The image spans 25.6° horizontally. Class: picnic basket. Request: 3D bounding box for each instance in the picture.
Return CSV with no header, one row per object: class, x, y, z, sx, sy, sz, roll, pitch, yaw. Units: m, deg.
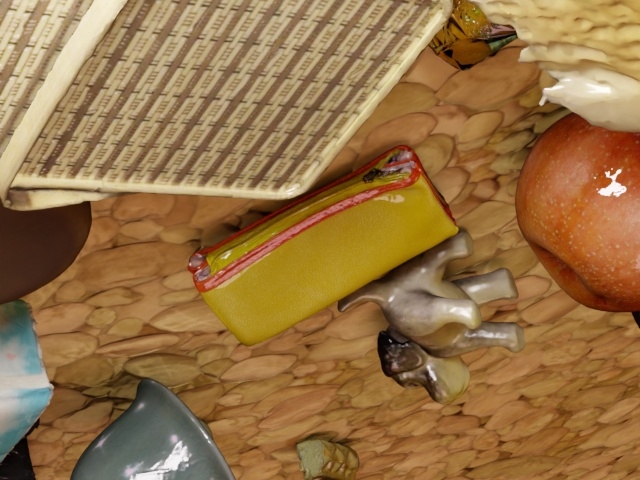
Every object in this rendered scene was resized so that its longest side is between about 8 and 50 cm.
picnic basket,-0.111,-0.146,0.861,0.313,0.175,0.228,2,145,-35

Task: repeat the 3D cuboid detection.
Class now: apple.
apple,0.270,-0.022,1.295,0.162,0.201,0.201,-49,148,2

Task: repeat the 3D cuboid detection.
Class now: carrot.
carrot,0.166,-0.212,1.047,0.069,0.069,0.229,8,141,-42

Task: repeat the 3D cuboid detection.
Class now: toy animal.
toy animal,0.128,0.089,1.510,0.169,0.121,0.233,-14,151,13

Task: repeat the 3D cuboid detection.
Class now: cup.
cup,-0.192,0.267,1.485,0.150,0.199,0.199,-32,158,-24

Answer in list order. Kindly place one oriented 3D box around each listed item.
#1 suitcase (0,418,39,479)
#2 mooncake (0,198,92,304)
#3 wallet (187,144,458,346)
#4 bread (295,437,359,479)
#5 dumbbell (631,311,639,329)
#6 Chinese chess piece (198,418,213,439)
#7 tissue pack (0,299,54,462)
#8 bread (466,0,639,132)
suitcase,-0.451,0.330,1.518,0.339,0.188,0.345,-7,152,-12
mooncake,-0.295,-0.030,1.014,0.235,0.117,0.235,-12,152,-7
wallet,0.000,0.000,1.324,0.241,0.067,0.141,-28,147,7
bread,0.009,0.297,1.861,0.066,0.060,0.110,-56,146,5
dumbbell,0.458,0.031,1.583,0.225,0.140,0.124,-17,142,-3
Chinese chess piece,-0.169,0.244,1.675,0.084,0.034,0.084,-14,152,-8
tissue pack,-0.400,0.140,1.246,0.271,0.124,0.201,0,146,-34
bread,0.256,-0.204,0.830,0.329,0.245,0.424,-42,147,-2
